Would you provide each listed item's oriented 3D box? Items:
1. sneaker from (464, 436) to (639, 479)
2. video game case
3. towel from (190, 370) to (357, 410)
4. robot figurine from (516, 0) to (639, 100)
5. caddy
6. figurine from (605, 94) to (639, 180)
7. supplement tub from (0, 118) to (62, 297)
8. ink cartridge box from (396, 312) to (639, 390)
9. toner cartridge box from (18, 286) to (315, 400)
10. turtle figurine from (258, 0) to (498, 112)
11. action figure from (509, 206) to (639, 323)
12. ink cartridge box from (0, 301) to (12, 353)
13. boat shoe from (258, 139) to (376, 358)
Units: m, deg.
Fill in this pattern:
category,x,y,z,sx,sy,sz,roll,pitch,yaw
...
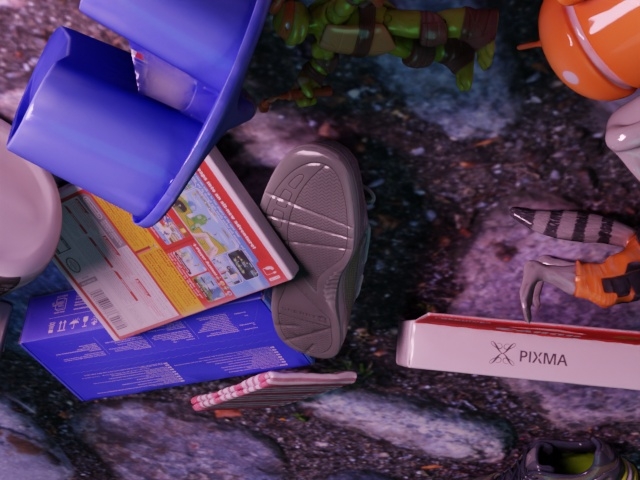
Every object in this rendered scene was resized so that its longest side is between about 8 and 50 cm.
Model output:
category,x,y,z,sx,sy,sz,roll,pitch,yaw
sneaker,0.319,0.357,1.895,0.300,0.111,0.121,-19,128,20
video game case,-0.190,0.000,1.435,0.285,0.025,0.204,-20,114,34
towel,-0.065,0.198,1.694,0.144,0.029,0.197,3,162,-39
robot figurine,0.286,-0.203,1.107,0.219,0.158,0.128,-29,94,36
caddy,-0.136,-0.149,1.064,0.179,0.341,0.241,24,102,-16
figurine,0.383,-0.145,1.139,0.209,0.215,0.092,-40,81,36
supplement tub,-0.465,0.007,1.393,0.338,0.207,0.207,-24,135,33
ink cartridge box,0.252,0.136,1.522,0.296,0.066,0.261,5,175,-2
toner cartridge box,-0.195,0.116,1.625,0.347,0.075,0.165,-11,142,19
turtle figurine,0.044,-0.191,1.182,0.217,0.087,0.269,6,154,-11
action figure,0.375,0.008,1.353,0.330,0.179,0.341,-12,165,13
ink cartridge box,-0.475,0.192,1.647,0.086,0.203,0.148,15,142,-11
boat shoe,0.002,0.002,1.443,0.118,0.103,0.320,15,137,17
